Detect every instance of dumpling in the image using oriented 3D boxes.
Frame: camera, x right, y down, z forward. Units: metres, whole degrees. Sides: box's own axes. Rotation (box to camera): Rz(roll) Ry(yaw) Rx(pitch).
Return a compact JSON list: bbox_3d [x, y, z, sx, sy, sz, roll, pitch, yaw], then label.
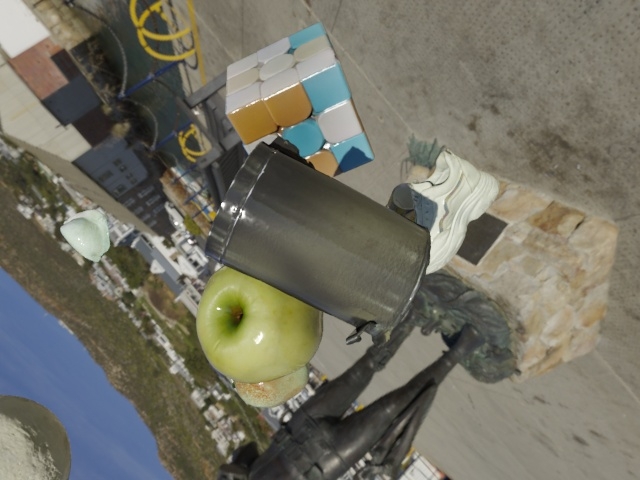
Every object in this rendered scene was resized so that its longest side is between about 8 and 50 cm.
[{"bbox_3d":[-0.832,-0.029,1.596,0.216,0.149,0.105,37,158,13],"label":"dumpling"}]

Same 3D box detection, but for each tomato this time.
[{"bbox_3d":[-0.181,0.482,1.692,0.238,0.304,0.304,-5,129,42],"label":"tomato"}]

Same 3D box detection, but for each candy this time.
[{"bbox_3d":[-0.655,0.457,0.886,0.295,0.295,0.185,49,159,0],"label":"candy"}]

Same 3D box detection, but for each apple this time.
[{"bbox_3d":[-0.123,0.161,0.944,0.279,0.279,0.279,46,167,14],"label":"apple"}]

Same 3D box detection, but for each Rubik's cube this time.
[{"bbox_3d":[-0.066,-0.400,1.381,0.347,0.346,0.344,-99,-15,-47],"label":"Rubik's cube"}]

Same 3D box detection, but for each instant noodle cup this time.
[{"bbox_3d":[0.307,-0.129,1.597,0.151,0.151,0.122,43,160,25],"label":"instant noodle cup"}]

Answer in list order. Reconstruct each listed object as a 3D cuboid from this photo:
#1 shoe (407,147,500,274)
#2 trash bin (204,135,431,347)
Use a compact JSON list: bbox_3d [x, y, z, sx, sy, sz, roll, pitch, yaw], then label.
[{"bbox_3d":[0.302,-0.081,1.194,0.210,0.342,0.132,34,-174,-19],"label":"shoe"},{"bbox_3d":[0.000,0.000,0.704,0.301,0.252,0.203,27,153,-3],"label":"trash bin"}]
